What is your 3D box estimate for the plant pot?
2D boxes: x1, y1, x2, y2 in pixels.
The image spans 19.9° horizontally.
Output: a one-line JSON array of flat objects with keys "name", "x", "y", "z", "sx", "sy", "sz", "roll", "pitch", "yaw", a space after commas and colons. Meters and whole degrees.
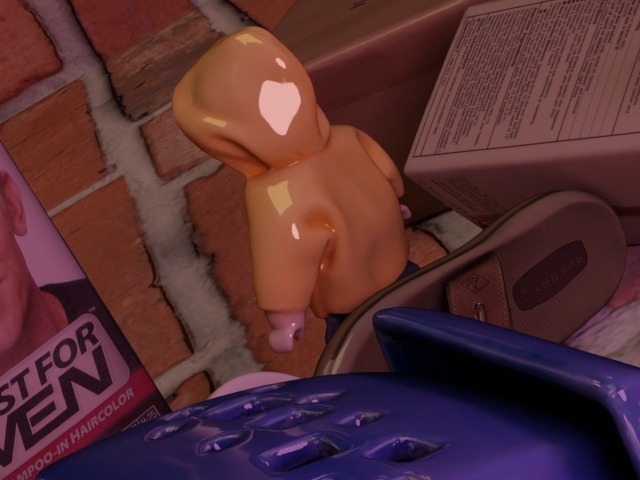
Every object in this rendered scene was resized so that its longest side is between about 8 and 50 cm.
[{"name": "plant pot", "x": 0.045, "y": 0.163, "z": 0.752, "sx": 0.212, "sy": 0.236, "sz": 0.236, "roll": -29, "pitch": 17, "yaw": -19}]

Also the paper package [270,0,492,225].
[{"name": "paper package", "x": 0.099, "y": -0.161, "z": 1.642, "sx": 0.309, "sy": 0.168, "sz": 0.325, "roll": -22, "pitch": 18, "yaw": 25}]

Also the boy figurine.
[{"name": "boy figurine", "x": 0.000, "y": 0.000, "z": 1.167, "sx": 0.092, "sy": 0.285, "sz": 0.177, "roll": -17, "pitch": 26, "yaw": 37}]

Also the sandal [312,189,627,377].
[{"name": "sandal", "x": 0.100, "y": 0.065, "z": 1.119, "sx": 0.303, "sy": 0.120, "sz": 0.086, "roll": -40, "pitch": 34, "yaw": -29}]

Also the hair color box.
[{"name": "hair color box", "x": -0.269, "y": 0.052, "z": 1.350, "sx": 0.174, "sy": 0.347, "sz": 0.105, "roll": -38, "pitch": 19, "yaw": -22}]

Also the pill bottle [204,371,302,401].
[{"name": "pill bottle", "x": -0.059, "y": 0.163, "z": 1.032, "sx": 0.108, "sy": 0.108, "sz": 0.193, "roll": -48, "pitch": 0, "yaw": -44}]

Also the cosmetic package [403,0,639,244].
[{"name": "cosmetic package", "x": 0.210, "y": -0.088, "z": 1.245, "sx": 0.296, "sy": 0.129, "sz": 0.153, "roll": -1, "pitch": 61, "yaw": 57}]
